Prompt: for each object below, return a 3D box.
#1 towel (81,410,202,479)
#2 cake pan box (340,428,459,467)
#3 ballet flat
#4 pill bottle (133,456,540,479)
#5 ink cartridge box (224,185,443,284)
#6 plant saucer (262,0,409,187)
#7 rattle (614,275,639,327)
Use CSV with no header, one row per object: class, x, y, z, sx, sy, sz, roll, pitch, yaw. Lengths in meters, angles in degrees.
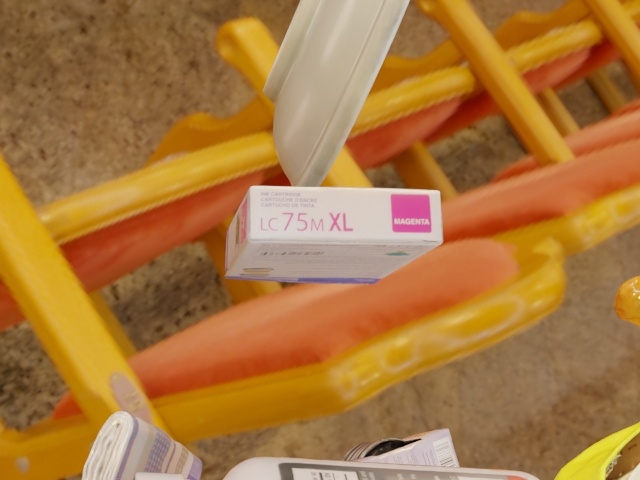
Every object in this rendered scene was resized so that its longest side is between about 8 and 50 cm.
towel,-0.186,0.283,1.184,0.034,0.285,0.209,15,75,13
cake pan box,0.105,0.372,1.507,0.246,0.070,0.266,-8,81,-56
ballet flat,0.265,0.147,0.890,0.231,0.077,0.077,-25,82,-26
pill bottle,0.014,0.295,1.069,0.363,0.210,0.210,5,55,-9
ink cartridge box,0.000,0.000,1.296,0.186,0.311,0.065,1,79,-9
plant saucer,0.020,-0.245,1.411,0.101,0.400,0.400,24,45,-6
rattle,0.361,0.121,1.120,0.143,0.130,0.199,29,41,-69
